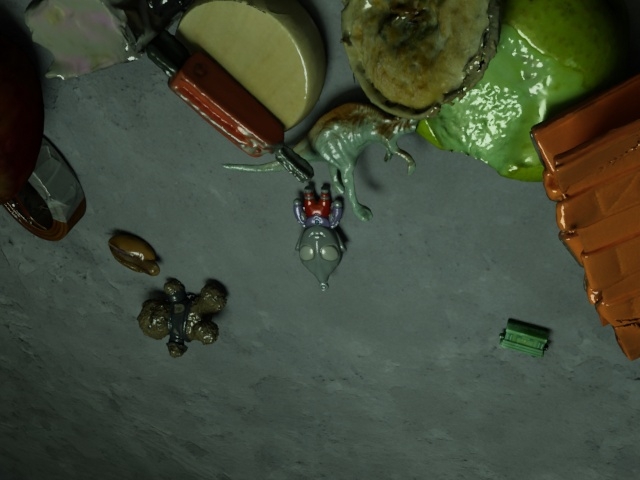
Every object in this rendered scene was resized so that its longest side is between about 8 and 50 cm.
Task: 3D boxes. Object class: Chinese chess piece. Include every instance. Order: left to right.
[{"bbox_3d":[-0.112,-0.287,1.011,0.250,0.097,0.251,13,133,15],"label":"Chinese chess piece"}]

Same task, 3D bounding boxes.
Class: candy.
[{"bbox_3d":[-0.343,-0.360,1.004,0.195,0.185,0.137,-6,129,30],"label":"candy"}]

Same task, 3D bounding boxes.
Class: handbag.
[{"bbox_3d":[0.466,-0.040,0.819,0.303,0.116,0.410,-27,127,14],"label":"handbag"}]

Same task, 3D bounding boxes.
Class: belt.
[{"bbox_3d":[-0.635,-0.122,1.406,0.184,0.105,0.261,2,128,23],"label":"belt"}]

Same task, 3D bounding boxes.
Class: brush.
[{"bbox_3d":[-0.136,-0.197,0.985,0.323,0.070,0.051,41,137,-14],"label":"brush"}]

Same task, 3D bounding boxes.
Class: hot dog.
[{"bbox_3d":[-0.435,0.038,1.476,0.140,0.060,0.090,31,139,-6],"label":"hot dog"}]

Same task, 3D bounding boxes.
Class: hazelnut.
[{"bbox_3d":[-0.716,-0.234,1.144,0.420,0.421,0.353,6,154,22],"label":"hazelnut"}]

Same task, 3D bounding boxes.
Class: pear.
[{"bbox_3d":[0.277,-0.234,0.814,0.286,0.176,0.282,24,132,5],"label":"pear"}]

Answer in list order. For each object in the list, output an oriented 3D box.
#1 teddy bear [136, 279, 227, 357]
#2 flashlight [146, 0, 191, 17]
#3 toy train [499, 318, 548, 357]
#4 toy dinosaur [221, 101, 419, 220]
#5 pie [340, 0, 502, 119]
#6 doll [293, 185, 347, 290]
[{"bbox_3d":[-0.322,0.191,1.512,0.251,0.182,0.129,-3,163,27],"label":"teddy bear"},{"bbox_3d":[-0.260,-0.444,0.914,0.093,0.093,0.232,-25,95,39],"label":"flashlight"},{"bbox_3d":[0.393,0.188,1.212,0.093,0.038,0.056,15,127,15],"label":"toy train"},{"bbox_3d":[0.020,-0.142,1.074,0.392,0.092,0.205,7,131,23],"label":"toy dinosaur"},{"bbox_3d":[0.117,-0.287,0.779,0.274,0.055,0.274,17,112,50],"label":"pie"},{"bbox_3d":[0.000,0.000,1.221,0.102,0.075,0.228,4,118,11],"label":"doll"}]
